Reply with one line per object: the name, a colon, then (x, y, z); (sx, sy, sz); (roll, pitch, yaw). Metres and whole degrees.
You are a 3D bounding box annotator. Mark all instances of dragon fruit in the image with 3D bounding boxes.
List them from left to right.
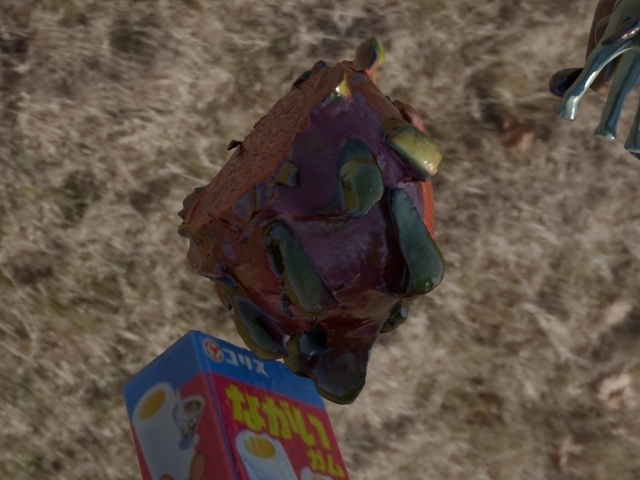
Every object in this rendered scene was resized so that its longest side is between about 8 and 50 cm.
dragon fruit: (0.000, 0.000, 0.728); (0.133, 0.150, 0.207); (-52, 145, -49)

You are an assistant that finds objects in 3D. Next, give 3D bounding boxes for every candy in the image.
candy: (-0.043, 0.229, 1.066); (0.100, 0.305, 0.157); (-37, 142, 25)

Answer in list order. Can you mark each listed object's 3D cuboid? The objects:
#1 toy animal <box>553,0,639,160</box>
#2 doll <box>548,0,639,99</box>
toy animal: (0.280, -0.150, 1.164); (0.255, 0.090, 0.169); (-30, 141, -59)
doll: (0.427, -0.232, 1.500); (0.318, 0.340, 0.209); (-35, 101, -8)
